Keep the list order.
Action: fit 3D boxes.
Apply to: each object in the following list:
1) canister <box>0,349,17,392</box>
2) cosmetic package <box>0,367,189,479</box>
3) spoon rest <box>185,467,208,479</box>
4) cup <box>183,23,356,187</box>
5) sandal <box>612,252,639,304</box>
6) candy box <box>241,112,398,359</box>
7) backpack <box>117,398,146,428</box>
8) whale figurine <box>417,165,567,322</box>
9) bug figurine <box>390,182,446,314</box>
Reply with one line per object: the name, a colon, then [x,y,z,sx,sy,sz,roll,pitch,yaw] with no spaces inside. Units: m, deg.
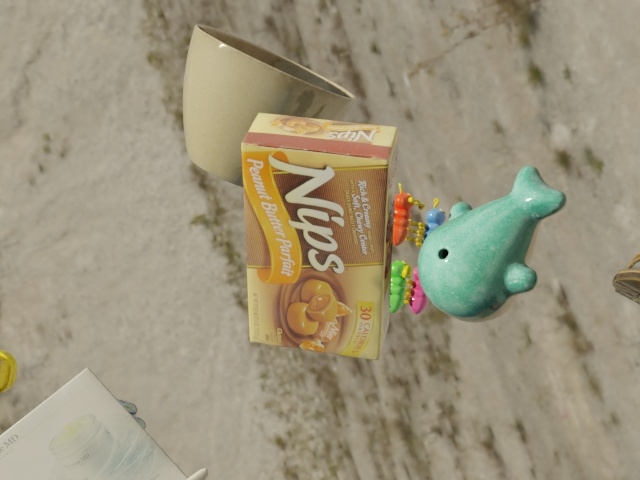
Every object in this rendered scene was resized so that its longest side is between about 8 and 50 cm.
canister: [-0.601,0.217,1.797,0.170,0.126,0.073,2,-81,-75]
cosmetic package: [-0.342,0.344,1.526,0.224,0.224,0.138,44,153,14]
spoon rest: [-0.101,0.411,1.348,0.276,0.137,0.084,60,157,-2]
cup: [-0.130,-0.233,2.060,0.237,0.331,0.331,-64,16,11]
sandal: [0.356,0.044,1.134,0.090,0.060,0.219,30,-176,14]
candy box: [0.000,0.000,1.407,0.088,0.182,0.317,-70,-16,-54]
backpack: [-0.403,0.360,2.150,0.105,0.114,0.084,-141,72,-79]
whale figurine: [0.265,0.001,1.733,0.141,0.272,0.216,21,-156,-45]
bug figurine: [0.158,0.021,1.887,0.279,0.072,0.216,14,-95,-67]
